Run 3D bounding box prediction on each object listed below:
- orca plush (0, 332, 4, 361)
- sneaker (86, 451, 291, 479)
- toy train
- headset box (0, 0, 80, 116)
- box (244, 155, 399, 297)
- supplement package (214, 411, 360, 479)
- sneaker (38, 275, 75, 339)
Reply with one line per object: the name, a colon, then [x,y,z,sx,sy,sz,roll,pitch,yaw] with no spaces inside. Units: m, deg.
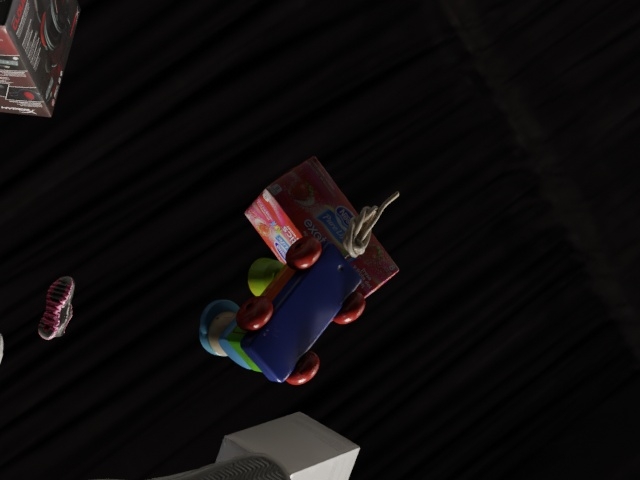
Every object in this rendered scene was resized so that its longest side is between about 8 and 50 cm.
orca plush: [-0.536,0.249,1.658,0.151,0.287,0.102,22,154,-13]
sneaker: [-0.188,0.292,1.200,0.169,0.292,0.108,-41,59,58]
toy train: [-0.023,0.039,1.321,0.143,0.248,0.105,2,137,53]
headset box: [-0.477,-0.359,1.849,0.110,0.218,0.293,6,156,6]
box: [0.000,0.000,2.110,0.257,0.122,0.128,53,151,3]
supplement package: [-0.048,0.298,1.518,0.105,0.105,0.179,27,-165,26]
sneaker: [-0.466,0.121,2.160,0.047,0.119,0.057,23,-176,29]
